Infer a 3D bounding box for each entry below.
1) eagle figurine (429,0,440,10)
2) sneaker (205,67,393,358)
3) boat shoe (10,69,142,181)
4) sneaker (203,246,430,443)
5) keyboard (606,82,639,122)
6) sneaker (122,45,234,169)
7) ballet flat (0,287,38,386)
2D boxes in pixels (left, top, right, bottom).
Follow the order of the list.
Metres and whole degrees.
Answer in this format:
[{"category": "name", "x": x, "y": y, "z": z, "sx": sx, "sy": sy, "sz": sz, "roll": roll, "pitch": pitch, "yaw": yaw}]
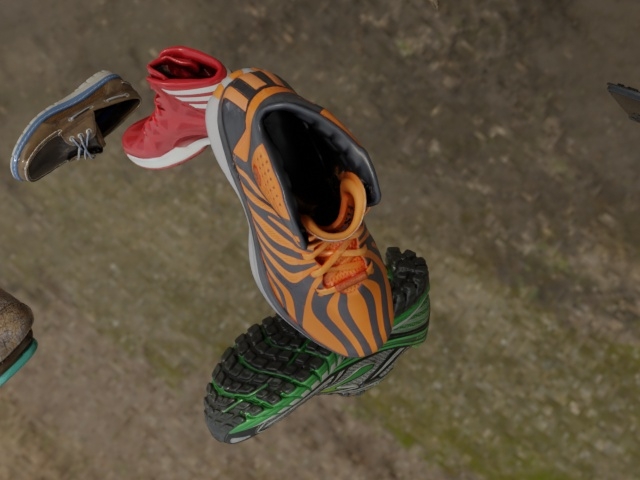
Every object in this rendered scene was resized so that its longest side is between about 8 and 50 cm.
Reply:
[{"category": "eagle figurine", "x": 0.210, "y": -0.443, "z": 1.550, "sx": 0.225, "sy": 0.298, "sz": 0.226, "roll": 45, "pitch": 173, "yaw": -7}, {"category": "sneaker", "x": 0.000, "y": 0.000, "z": 1.217, "sx": 0.321, "sy": 0.124, "sz": 0.180, "roll": 61, "pitch": 170, "yaw": -26}, {"category": "boat shoe", "x": -0.286, "y": -0.130, "z": 1.557, "sx": 0.066, "sy": 0.183, "sz": 0.066, "roll": 29, "pitch": 154, "yaw": 25}, {"category": "sneaker", "x": 0.011, "y": 0.156, "z": 1.641, "sx": 0.134, "sy": 0.343, "sz": 0.146, "roll": 33, "pitch": 147, "yaw": 48}, {"category": "keyboard", "x": 0.547, "y": -0.132, "z": 1.768, "sx": 0.317, "sy": 0.033, "sz": 0.201, "roll": 28, "pitch": 178, "yaw": 35}, {"category": "sneaker", "x": -0.158, "y": -0.152, "z": 1.410, "sx": 0.221, "sy": 0.087, "sz": 0.128, "roll": -12, "pitch": 137, "yaw": 38}, {"category": "ballet flat", "x": -0.294, "y": 0.066, "z": 0.958, "sx": 0.106, "sy": 0.107, "sz": 0.316, "roll": 47, "pitch": 147, "yaw": -14}]
